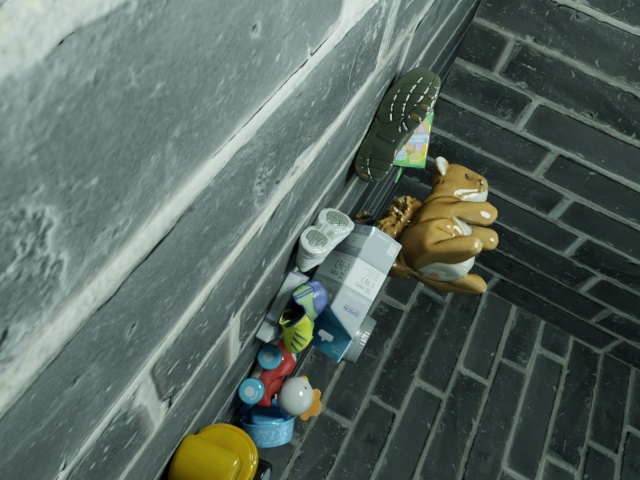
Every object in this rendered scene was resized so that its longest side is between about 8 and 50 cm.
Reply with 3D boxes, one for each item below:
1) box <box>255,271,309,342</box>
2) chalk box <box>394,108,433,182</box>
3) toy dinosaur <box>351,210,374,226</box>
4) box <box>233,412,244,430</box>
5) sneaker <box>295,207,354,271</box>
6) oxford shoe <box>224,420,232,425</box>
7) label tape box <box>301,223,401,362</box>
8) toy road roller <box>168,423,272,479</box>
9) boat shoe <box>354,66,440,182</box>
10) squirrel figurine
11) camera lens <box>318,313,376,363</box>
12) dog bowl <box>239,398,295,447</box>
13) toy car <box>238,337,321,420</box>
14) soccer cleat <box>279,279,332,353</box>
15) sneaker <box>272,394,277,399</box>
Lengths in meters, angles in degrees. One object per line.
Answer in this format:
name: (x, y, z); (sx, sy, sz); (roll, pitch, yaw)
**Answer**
box: (-0.097, 0.172, 1.352); (0.186, 0.038, 0.145); (-61, 171, 1)
chalk box: (0.248, -0.272, 1.485); (0.132, 0.132, 0.213); (-28, 126, -77)
toy dinosaur: (0.092, 0.060, 1.735); (0.218, 0.164, 0.322); (57, -41, 48)
box: (-0.285, 0.658, 1.796); (0.207, 0.036, 0.114); (-54, 169, -45)
sneaker: (0.000, 0.000, 1.275); (0.232, 0.090, 0.115); (-37, 162, -51)
oxford shoe: (-0.300, 0.665, 1.527); (0.227, 0.096, 0.083); (-61, 174, 6)
label tape box: (0.041, 0.123, 1.401); (0.348, 0.115, 0.249); (-60, -155, -7)
toy road roller: (-0.261, 0.566, 1.116); (0.241, 0.202, 0.330); (85, 26, -53)
boat shoe: (0.194, -0.305, 1.357); (0.324, 0.122, 0.120); (-56, 179, 14)
squirrel figurine: (0.327, -0.064, 1.529); (0.281, 0.396, 0.371); (49, 46, -49)
camera lens: (0.062, 0.350, 2.084); (0.219, 0.274, 0.219); (-59, 171, -15)
dog bowl: (-0.168, 0.575, 1.615); (0.297, 0.165, 0.074); (158, -71, -79)
toy car: (-0.092, 0.433, 1.539); (0.210, 0.238, 0.219); (-61, 172, -5)
soccer cleat: (-0.065, 0.203, 1.310); (0.121, 0.093, 0.289); (-16, 147, -33)
sneaker: (-0.186, 0.598, 1.965); (0.252, 0.102, 0.111); (-94, 175, -72)
